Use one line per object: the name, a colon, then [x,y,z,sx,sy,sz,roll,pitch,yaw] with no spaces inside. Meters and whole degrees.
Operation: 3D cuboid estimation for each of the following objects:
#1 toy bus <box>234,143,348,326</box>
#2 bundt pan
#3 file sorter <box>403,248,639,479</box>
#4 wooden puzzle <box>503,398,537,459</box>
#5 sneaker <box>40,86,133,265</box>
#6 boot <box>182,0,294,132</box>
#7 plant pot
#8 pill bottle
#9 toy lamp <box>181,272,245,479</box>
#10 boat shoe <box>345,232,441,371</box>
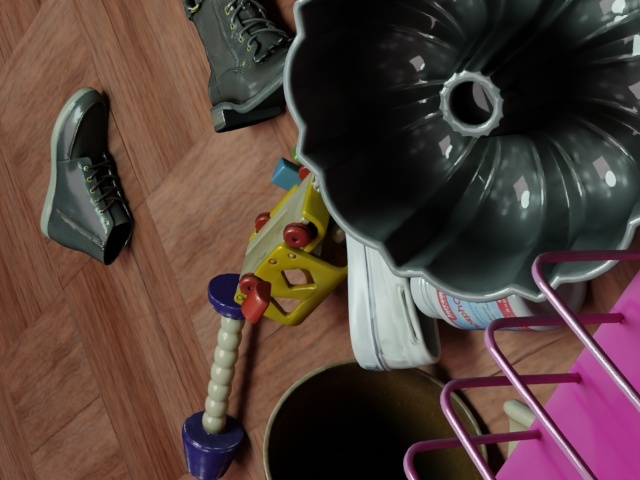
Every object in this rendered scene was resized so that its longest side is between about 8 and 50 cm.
toy bus: [-0.005,0.002,1.544,0.191,0.104,0.202,-63,16,4]
bundt pan: [0.141,-0.123,1.197,0.330,0.124,0.331,10,114,25]
file sorter: [0.191,0.170,1.105,0.202,0.182,0.291,55,131,36]
wooden puzzle: [0.280,0.331,1.280,0.322,0.080,0.348,28,128,49]
sneaker: [-0.290,-0.084,1.975,0.118,0.083,0.222,26,117,27]
boot: [-0.085,-0.244,1.586,0.263,0.091,0.229,-18,87,59]
plant pot: [0.041,0.268,1.514,0.215,0.215,0.230,56,156,27]
pill bottle: [0.153,0.037,1.341,0.160,0.087,0.087,-5,97,56]
toy lamp: [-0.117,0.172,1.798,0.080,0.080,0.275,44,135,39]
boat shoe: [0.074,-0.009,1.445,0.088,0.096,0.268,-4,84,24]
